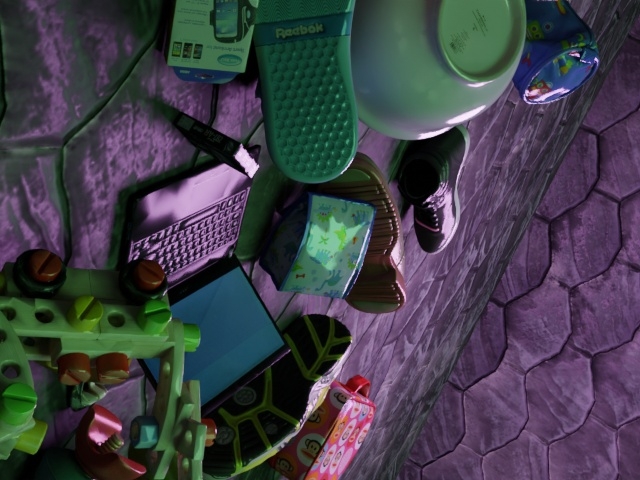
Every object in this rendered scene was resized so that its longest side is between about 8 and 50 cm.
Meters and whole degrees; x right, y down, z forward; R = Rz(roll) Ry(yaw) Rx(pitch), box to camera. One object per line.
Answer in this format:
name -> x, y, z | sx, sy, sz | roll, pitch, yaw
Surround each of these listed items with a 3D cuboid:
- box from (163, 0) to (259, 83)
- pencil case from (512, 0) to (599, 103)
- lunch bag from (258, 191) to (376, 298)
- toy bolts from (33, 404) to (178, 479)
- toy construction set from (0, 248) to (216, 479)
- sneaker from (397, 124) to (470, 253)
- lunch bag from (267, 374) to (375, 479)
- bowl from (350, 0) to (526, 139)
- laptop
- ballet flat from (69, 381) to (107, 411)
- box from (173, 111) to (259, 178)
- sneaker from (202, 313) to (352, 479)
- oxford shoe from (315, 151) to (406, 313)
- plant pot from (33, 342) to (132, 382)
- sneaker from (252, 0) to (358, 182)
box -> -0.105, -0.219, 0.887 | 0.081, 0.028, 0.136 | 2, 128, -20
pencil case -> 0.287, -0.348, 1.306 | 0.119, 0.306, 0.133 | -1, 152, -43
lunch bag -> 0.000, 0.000, 1.340 | 0.129, 0.096, 0.151 | 8, 121, -38
toy bolts -> -0.262, 0.334, 1.126 | 0.158, 0.218, 0.228 | -39, 141, 0
toy construction set -> -0.222, 0.124, 0.841 | 0.151, 0.215, 0.328 | -37, 142, 30
sneaker -> 0.199, -0.077, 1.751 | 0.147, 0.105, 0.295 | -37, 144, -42
lunch bag -> 0.020, 0.398, 1.940 | 0.258, 0.120, 0.293 | -58, 159, -7
bowl -> 0.157, -0.268, 1.132 | 0.298, 0.134, 0.297 | -7, 102, -32
laptop -> -0.123, 0.051, 1.115 | 0.234, 0.137, 0.264 | -33, 146, -52
ballet flat -> -0.268, 0.165, 1.072 | 0.041, 0.041, 0.114 | -30, 145, -53
box -> -0.114, -0.105, 1.002 | 0.018, 0.083, 0.067 | -58, 160, -7
sneaker -> -0.073, 0.285, 1.542 | 0.385, 0.145, 0.147 | -38, 150, -42
oxford shoe -> 0.067, -0.032, 1.515 | 0.397, 0.141, 0.146 | 78, 15, -55
plant pot -> -0.245, 0.108, 0.985 | 0.081, 0.083, 0.081 | -7, 124, -65
sneaker -> -0.025, -0.234, 1.018 | 0.208, 0.127, 0.319 | -109, -161, -77
